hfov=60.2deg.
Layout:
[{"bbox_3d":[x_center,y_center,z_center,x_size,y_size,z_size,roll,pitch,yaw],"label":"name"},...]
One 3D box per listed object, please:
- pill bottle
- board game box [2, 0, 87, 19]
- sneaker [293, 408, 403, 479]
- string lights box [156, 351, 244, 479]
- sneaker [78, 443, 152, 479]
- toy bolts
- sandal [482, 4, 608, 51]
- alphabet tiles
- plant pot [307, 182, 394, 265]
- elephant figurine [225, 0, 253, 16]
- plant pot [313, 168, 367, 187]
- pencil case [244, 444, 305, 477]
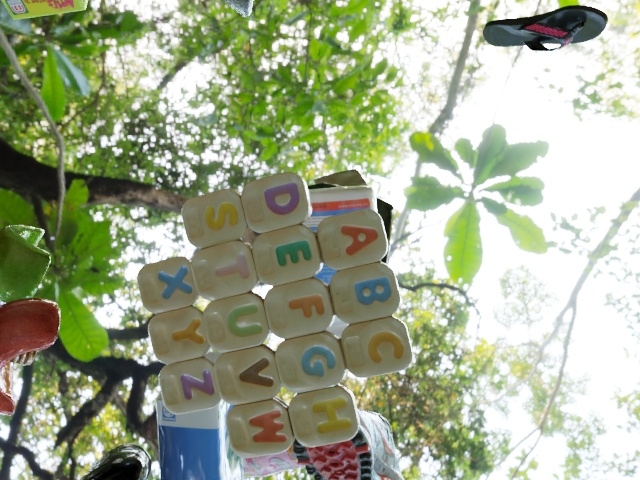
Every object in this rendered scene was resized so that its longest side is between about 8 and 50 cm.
[{"bbox_3d":[0.021,0.040,0.749,0.124,0.221,0.124,-4,-174,0],"label":"pill bottle"},{"bbox_3d":[-0.343,-0.362,0.714,0.092,0.043,0.181,-8,-125,2],"label":"board game box"},{"bbox_3d":[0.042,0.279,0.761,0.104,0.261,0.125,-13,-148,19],"label":"sneaker"},{"bbox_3d":[-0.148,0.290,0.712,0.077,0.259,0.133,2,-166,5],"label":"string lights box"},{"bbox_3d":[-0.390,0.432,0.858,0.109,0.130,0.286,45,-117,0],"label":"sneaker"},{"bbox_3d":[-0.356,0.070,0.492,0.158,0.218,0.228,27,-178,-37],"label":"toy bolts"},{"bbox_3d":[0.322,-0.299,0.807,0.179,0.067,0.040,8,-113,39],"label":"sandal"},{"bbox_3d":[-0.055,0.079,0.579,0.278,0.284,0.021,-13,177,10],"label":"alphabet tiles"},{"bbox_3d":[0.000,0.000,0.962,0.188,0.167,0.187,-8,-116,37],"label":"plant pot"},{"bbox_3d":[-0.146,-0.407,0.795,0.169,0.239,0.186,46,-116,-3],"label":"elephant figurine"},{"bbox_3d":[0.059,-0.092,1.188,0.096,0.109,0.109,-29,-148,3],"label":"plant pot"},{"bbox_3d":[-0.093,0.429,1.174,0.124,0.284,0.124,27,-132,-34],"label":"pencil case"}]
